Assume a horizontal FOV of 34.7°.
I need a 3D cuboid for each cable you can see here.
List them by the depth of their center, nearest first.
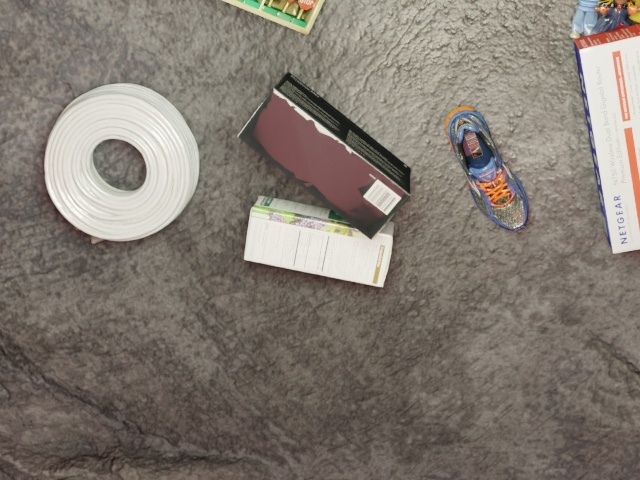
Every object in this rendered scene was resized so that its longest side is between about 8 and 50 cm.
[{"bbox_3d":[-0.332,-0.127,1.695,0.257,0.089,0.257,-15,105,10],"label":"cable"}]

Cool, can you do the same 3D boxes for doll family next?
[{"bbox_3d":[0.465,-0.352,1.554,0.193,0.076,0.111,2,126,0],"label":"doll family"}]

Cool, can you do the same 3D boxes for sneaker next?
[{"bbox_3d":[0.265,-0.107,1.642,0.083,0.087,0.221,-31,101,14],"label":"sneaker"}]

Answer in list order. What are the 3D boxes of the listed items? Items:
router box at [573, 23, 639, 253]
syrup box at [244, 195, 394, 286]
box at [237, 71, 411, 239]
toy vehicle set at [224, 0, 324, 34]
[{"bbox_3d":[0.560,-0.171,1.539,0.301,0.082,0.335,-10,111,11],"label":"router box"},{"bbox_3d":[0.000,0.000,1.698,0.237,0.093,0.096,11,107,3],"label":"syrup box"},{"bbox_3d":[0.013,-0.137,1.609,0.261,0.184,0.103,38,109,-6],"label":"box"},{"bbox_3d":[-0.103,-0.436,1.550,0.267,0.035,0.166,17,110,-26],"label":"toy vehicle set"}]
